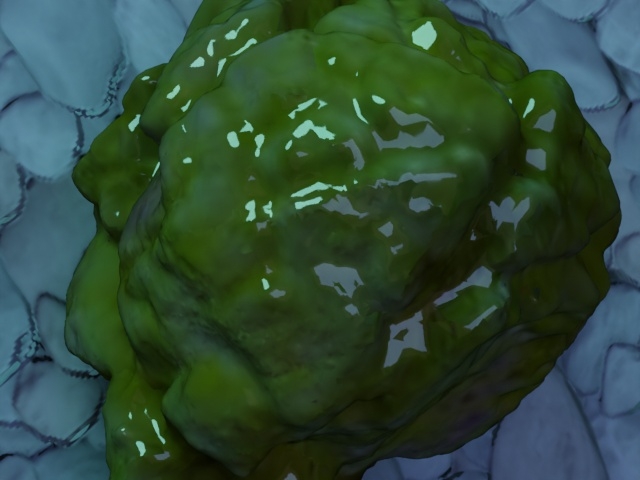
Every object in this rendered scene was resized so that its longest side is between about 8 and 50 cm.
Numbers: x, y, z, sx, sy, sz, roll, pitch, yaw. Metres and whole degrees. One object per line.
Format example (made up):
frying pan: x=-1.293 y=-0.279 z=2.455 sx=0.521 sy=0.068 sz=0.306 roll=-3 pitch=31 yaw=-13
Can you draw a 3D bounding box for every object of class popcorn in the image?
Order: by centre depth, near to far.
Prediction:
popcorn: x=0.000 y=0.000 z=0.699 sx=0.259 sy=0.259 sz=0.212 roll=-11 pitch=61 yaw=-33
